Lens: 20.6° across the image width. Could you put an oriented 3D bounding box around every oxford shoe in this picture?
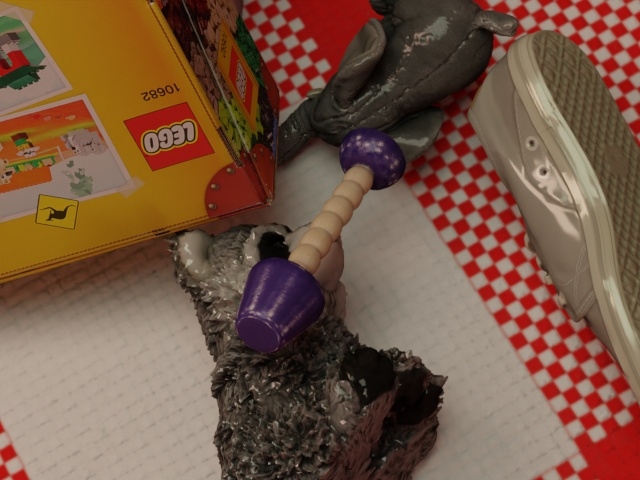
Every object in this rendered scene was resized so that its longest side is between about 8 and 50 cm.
[{"bbox_3d":[0.278,0.004,1.777,0.130,0.169,0.449,-37,69,38],"label":"oxford shoe"}]

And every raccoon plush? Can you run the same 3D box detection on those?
[{"bbox_3d":[-0.095,0.183,1.718,0.299,0.216,0.446,33,76,28],"label":"raccoon plush"}]

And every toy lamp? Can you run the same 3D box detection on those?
[{"bbox_3d":[0.000,0.000,1.659,0.080,0.080,0.275,20,47,16],"label":"toy lamp"}]

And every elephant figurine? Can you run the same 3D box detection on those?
[{"bbox_3d":[0.065,-0.155,1.852,0.169,0.186,0.239,38,73,15],"label":"elephant figurine"}]

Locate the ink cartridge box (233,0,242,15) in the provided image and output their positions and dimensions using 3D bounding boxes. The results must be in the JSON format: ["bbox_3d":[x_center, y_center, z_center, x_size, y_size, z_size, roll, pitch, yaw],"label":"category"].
[{"bbox_3d":[-0.298,-0.279,1.895,0.395,0.270,0.151,-2,62,7],"label":"ink cartridge box"}]

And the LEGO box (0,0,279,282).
[{"bbox_3d":[-0.339,-0.157,1.724,0.500,0.372,0.193,-15,40,14],"label":"LEGO box"}]
